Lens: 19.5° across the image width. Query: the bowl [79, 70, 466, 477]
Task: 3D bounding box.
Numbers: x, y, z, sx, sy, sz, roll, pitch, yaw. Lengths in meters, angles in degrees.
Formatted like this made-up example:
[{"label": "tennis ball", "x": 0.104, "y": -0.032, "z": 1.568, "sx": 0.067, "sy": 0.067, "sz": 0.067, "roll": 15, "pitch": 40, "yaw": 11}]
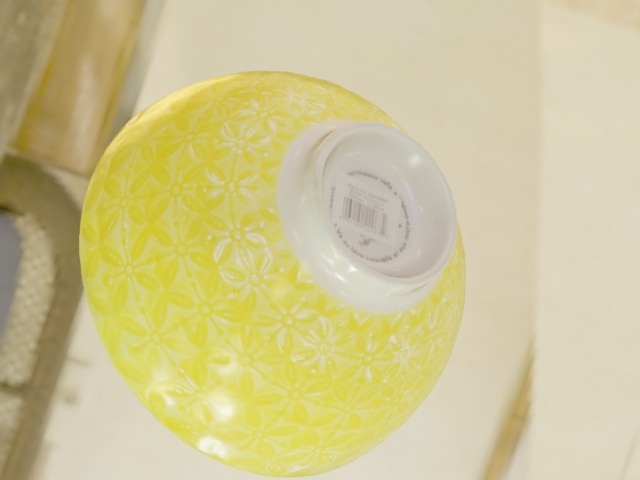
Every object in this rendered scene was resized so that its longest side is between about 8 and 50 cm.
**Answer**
[{"label": "bowl", "x": 0.000, "y": 0.000, "z": 1.247, "sx": 0.156, "sy": 0.289, "sz": 0.289, "roll": -31, "pitch": -149, "yaw": 50}]
